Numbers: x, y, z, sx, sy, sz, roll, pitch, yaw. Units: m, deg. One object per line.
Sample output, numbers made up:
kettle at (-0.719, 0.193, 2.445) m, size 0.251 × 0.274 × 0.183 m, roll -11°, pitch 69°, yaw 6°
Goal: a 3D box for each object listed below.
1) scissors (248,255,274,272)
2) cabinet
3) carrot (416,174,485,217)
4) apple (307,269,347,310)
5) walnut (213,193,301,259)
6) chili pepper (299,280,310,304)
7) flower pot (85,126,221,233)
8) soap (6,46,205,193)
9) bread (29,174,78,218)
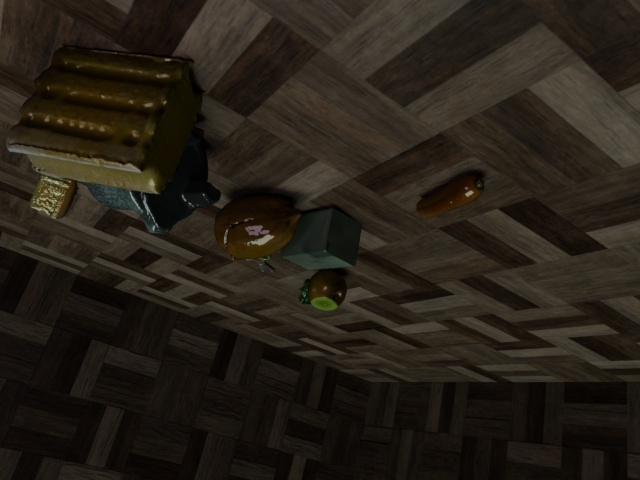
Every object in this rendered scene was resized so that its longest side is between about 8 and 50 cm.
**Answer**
scissors at (-0.248, 0.093, 2.209) m, size 0.134 × 0.019 × 0.187 m, roll 2°, pitch 153°, yaw 17°
cabinet at (0.000, 0.000, 1.692) m, size 0.206 × 0.150 × 0.145 m, roll -9°, pitch 153°, yaw 43°
carrot at (0.335, -0.111, 1.358) m, size 0.067 × 0.067 × 0.225 m, roll 23°, pitch 157°, yaw -19°
apple at (0.027, 0.198, 2.103) m, size 0.146 × 0.163 × 0.147 m, roll 23°, pitch 171°, yaw -39°
walnut at (-0.193, -0.046, 1.649) m, size 0.337 × 0.208 × 0.209 m, roll -15°, pitch 144°, yaw 36°
chili pepper at (-0.045, 0.226, 2.362) m, size 0.088 × 0.059 × 0.226 m, roll 10°, pitch 153°, yaw -2°
flower pot at (-0.431, -0.168, 1.379) m, size 0.283 × 0.298 × 0.299 m, roll 5°, pitch 156°, yaw 29°
soap at (-0.465, -0.272, 1.170) m, size 0.336 × 0.293 × 0.156 m, roll 9°, pitch 159°, yaw 9°
bread at (-0.967, -0.194, 1.932) m, size 0.140 × 0.169 × 0.160 m, roll 25°, pitch -165°, yaw -23°
